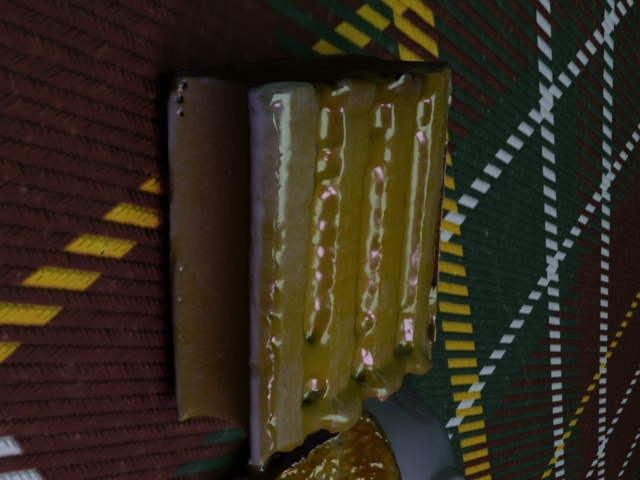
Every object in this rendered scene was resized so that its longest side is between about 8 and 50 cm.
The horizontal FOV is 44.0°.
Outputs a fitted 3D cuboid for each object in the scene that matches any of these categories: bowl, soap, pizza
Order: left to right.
[{"bbox_3d":[-0.034,0.302,0.823,0.296,0.071,0.189,-22,83,-32],"label":"pizza"},{"bbox_3d":[0.000,0.000,0.748,0.293,0.156,0.335,-22,120,-47],"label":"soap"},{"bbox_3d":[0.089,0.340,1.011,0.345,0.157,0.346,-28,126,-47],"label":"bowl"}]
